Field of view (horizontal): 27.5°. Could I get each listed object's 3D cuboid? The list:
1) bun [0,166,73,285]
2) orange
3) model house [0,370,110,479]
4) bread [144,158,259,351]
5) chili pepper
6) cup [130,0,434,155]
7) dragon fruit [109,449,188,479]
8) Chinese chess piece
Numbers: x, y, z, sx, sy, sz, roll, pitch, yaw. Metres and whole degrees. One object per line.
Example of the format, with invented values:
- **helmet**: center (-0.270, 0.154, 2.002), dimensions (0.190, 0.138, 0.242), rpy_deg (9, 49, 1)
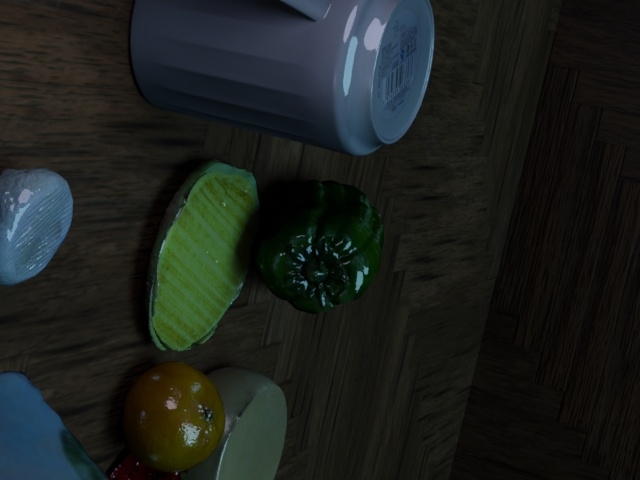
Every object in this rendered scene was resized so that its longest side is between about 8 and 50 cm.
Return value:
- **bun**: center (-0.337, -0.021, 1.437), dimensions (0.141, 0.083, 0.141), rpy_deg (-52, 158, -32)
- **orange**: center (-0.204, 0.250, 1.847), dimensions (0.156, 0.124, 0.156), rpy_deg (1, 89, -55)
- **model house**: center (-0.418, 0.352, 1.306), dimensions (0.339, 0.297, 0.360), rpy_deg (-47, 164, 16)
- **bread**: center (-0.173, 0.023, 1.892), dimensions (0.301, 0.045, 0.301), rpy_deg (-49, 148, -46)
- **chili pepper**: center (-0.009, -0.007, 2.088), dimensions (0.167, 0.213, 0.385), rpy_deg (64, 8, -10)
- **cup**: center (-0.053, -0.265, 1.614), dimensions (0.236, 0.327, 0.323), rpy_deg (-68, 155, -16)
- **dragon fruit**: center (-0.262, 0.351, 1.907), dimensions (0.092, 0.122, 0.192), rpy_deg (-38, -160, 53)
- **Chinese chess piece**: center (-0.150, 0.334, 2.079), dimensions (0.273, 0.102, 0.273), rpy_deg (14, 90, -69)
